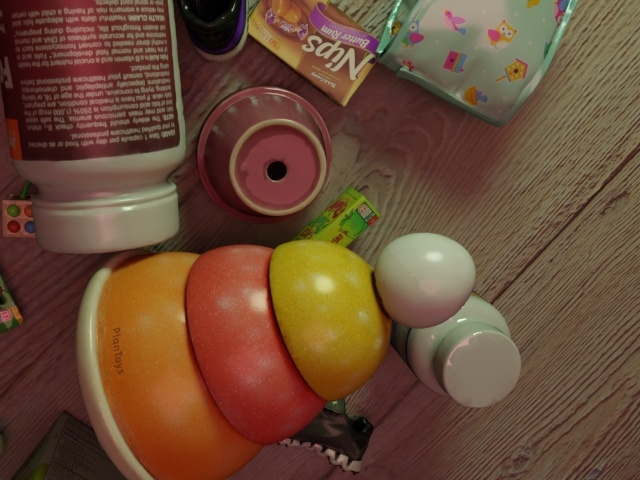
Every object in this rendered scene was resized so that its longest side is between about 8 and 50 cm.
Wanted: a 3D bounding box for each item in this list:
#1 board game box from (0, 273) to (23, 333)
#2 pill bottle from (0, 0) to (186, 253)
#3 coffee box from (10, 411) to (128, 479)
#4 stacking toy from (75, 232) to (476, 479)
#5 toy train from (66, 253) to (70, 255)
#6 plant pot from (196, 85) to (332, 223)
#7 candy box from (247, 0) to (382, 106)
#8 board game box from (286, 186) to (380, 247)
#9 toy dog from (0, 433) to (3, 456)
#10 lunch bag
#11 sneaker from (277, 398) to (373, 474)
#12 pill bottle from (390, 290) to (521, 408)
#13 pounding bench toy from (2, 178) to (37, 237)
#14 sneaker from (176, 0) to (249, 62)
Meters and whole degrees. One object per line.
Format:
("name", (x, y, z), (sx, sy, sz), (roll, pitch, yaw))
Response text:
("board game box", (-0.573, 0.112, 1.110), (0.259, 0.039, 0.124), (-21, 107, -3))
("pill bottle", (-0.293, -0.195, 0.996), (0.224, 0.224, 0.392), (-5, 103, -10))
("coffee box", (-0.350, 0.521, 1.095), (0.338, 0.334, 0.337), (37, 95, -15))
("stacking toy", (-0.030, 0.118, 0.988), (0.480, 0.350, 0.351), (-19, 107, 17))
("toy train", (-0.360, -0.016, 1.132), (0.023, 0.017, 0.083), (26, 97, -26))
("plant pot", (-0.071, -0.114, 1.082), (0.201, 0.180, 0.201), (-3, 103, -12))
("candy box", (-0.010, -0.292, 1.118), (0.186, 0.053, 0.109), (36, 95, -15))
("board game box", (0.000, 0.000, 1.168), (0.181, 0.092, 0.043), (-42, 106, 1))
("toy dog", (-0.629, 0.319, 1.078), (0.333, 0.161, 0.220), (-28, 151, -33))
("lunch bag", (0.225, -0.319, 1.106), (0.223, 0.160, 0.262), (26, 91, -17))
("sneaker", (-0.012, 0.288, 1.245), (0.234, 0.078, 0.106), (29, 93, -20))
("pill bottle", (0.188, 0.139, 1.144), (0.152, 0.272, 0.152), (-3, 103, -11))
("pounding bench toy", (-0.416, -0.051, 1.087), (0.052, 0.065, 0.083), (1, 102, -11))
("sneaker", (-0.145, -0.390, 0.996), (0.102, 0.146, 0.293), (-7, 92, 2))
